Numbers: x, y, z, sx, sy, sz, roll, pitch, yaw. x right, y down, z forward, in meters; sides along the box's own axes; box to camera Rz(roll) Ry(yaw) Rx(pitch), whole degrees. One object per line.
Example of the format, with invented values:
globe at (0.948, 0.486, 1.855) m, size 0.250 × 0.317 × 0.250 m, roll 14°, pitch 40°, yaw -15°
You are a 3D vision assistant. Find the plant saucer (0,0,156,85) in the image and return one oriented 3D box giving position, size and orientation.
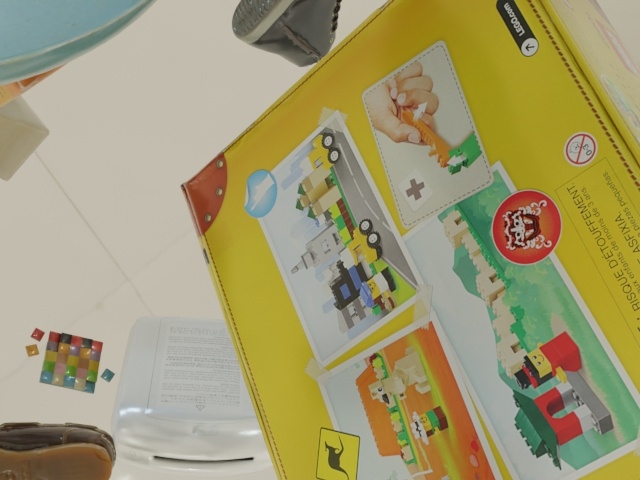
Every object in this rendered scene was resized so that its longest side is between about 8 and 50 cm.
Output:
plant saucer at (-0.231, -0.180, 0.489) m, size 0.317 × 0.317 × 0.044 m, roll -26°, pitch 148°, yaw -28°

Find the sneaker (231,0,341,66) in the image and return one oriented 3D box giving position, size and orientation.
sneaker at (0.004, -0.307, 1.022) m, size 0.222 × 0.083 × 0.118 m, roll -35°, pitch 146°, yaw 31°

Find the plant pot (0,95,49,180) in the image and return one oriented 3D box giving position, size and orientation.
plant pot at (-0.508, -0.176, 1.301) m, size 0.109 × 0.109 × 0.096 m, roll -46°, pitch 155°, yaw 6°

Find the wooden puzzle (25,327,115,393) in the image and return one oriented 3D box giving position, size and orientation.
wooden puzzle at (-0.225, 0.109, 0.762) m, size 0.083 × 0.006 × 0.049 m, roll 18°, pitch 56°, yaw -26°

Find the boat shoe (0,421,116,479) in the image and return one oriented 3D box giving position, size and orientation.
boat shoe at (-0.309, 0.218, 0.840) m, size 0.207 × 0.073 × 0.073 m, roll 4°, pitch 103°, yaw -13°

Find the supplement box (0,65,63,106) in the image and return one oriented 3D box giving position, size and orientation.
supplement box at (-0.324, -0.170, 0.823) m, size 0.078 × 0.233 × 0.080 m, roll -47°, pitch 112°, yaw -32°

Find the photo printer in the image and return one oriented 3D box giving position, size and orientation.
photo printer at (-0.187, 0.242, 1.316) m, size 0.256 × 0.307 × 0.107 m, roll 4°, pitch 117°, yaw -8°

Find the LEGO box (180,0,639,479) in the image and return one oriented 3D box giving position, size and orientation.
LEGO box at (0.134, 0.074, 0.663) m, size 0.372 × 0.500 × 0.193 m, roll -36°, pitch 153°, yaw 31°
